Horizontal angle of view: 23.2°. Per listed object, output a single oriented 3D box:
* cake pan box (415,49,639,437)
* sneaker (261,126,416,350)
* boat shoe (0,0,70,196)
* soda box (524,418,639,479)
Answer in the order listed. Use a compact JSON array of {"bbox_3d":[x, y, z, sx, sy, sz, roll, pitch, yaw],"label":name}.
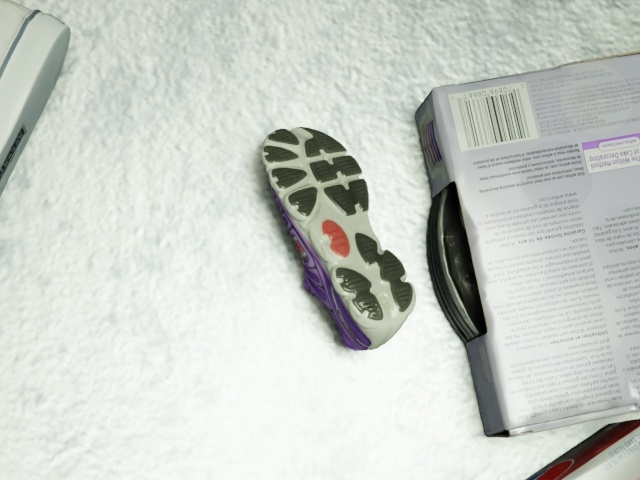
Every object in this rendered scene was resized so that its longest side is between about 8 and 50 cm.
[{"bbox_3d":[0.211,-0.003,1.090,0.266,0.070,0.246,-11,80,-11],"label":"cake pan box"},{"bbox_3d":[0.000,0.000,1.061,0.068,0.071,0.170,-11,66,-30],"label":"sneaker"},{"bbox_3d":[-0.254,-0.047,1.021,0.084,0.095,0.258,24,67,0],"label":"boat shoe"},{"bbox_3d":[0.125,0.220,1.024,0.263,0.092,0.083,-32,88,-13],"label":"soda box"}]
